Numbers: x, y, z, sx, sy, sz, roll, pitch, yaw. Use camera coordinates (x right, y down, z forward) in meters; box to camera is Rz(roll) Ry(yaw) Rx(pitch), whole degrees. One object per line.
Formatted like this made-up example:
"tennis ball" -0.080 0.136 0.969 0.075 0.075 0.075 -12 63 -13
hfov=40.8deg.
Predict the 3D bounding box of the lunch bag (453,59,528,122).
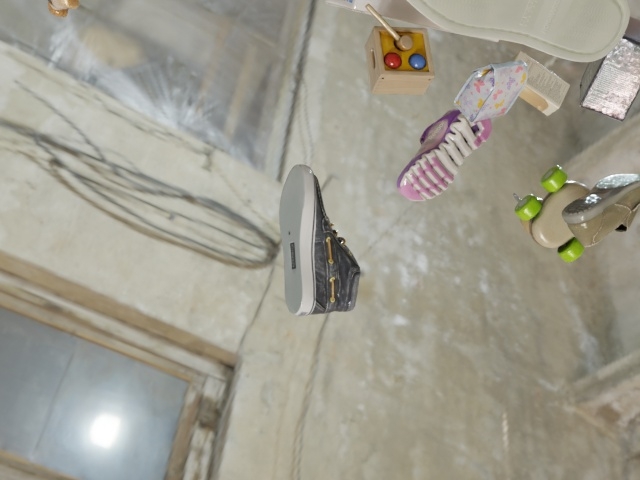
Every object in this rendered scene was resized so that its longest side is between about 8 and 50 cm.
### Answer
"lunch bag" 0.226 -0.202 1.124 0.053 0.071 0.083 55 -40 22

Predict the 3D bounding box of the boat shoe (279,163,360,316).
"boat shoe" 0.000 0.000 1.050 0.065 0.083 0.183 -7 -97 60

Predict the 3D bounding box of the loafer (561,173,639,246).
"loafer" 0.553 -0.061 1.634 0.251 0.087 0.094 -26 -163 -29

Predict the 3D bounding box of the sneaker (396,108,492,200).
"sneaker" 0.231 -0.177 1.710 0.236 0.095 0.104 -46 -142 -10

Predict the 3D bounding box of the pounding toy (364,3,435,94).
"pounding toy" 0.145 -0.369 1.665 0.100 0.130 0.141 121 -35 -66

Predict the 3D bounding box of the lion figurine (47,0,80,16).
"lion figurine" -0.321 -0.463 1.292 0.392 0.142 0.240 -51 -166 -32

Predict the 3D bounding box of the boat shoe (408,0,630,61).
"boat shoe" 0.168 -0.255 0.848 0.114 0.303 0.091 -60 -147 19

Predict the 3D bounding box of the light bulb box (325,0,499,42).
"light bulb box" 0.237 -0.650 1.865 0.225 0.358 0.361 -128 -132 -65

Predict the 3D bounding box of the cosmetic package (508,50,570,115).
"cosmetic package" 0.389 -0.285 1.563 0.060 0.115 0.041 -59 -173 -21

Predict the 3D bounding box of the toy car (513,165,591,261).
"toy car" 0.470 -0.059 1.774 0.149 0.155 0.188 -48 -169 -1

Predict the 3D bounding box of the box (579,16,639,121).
"box" 0.580 -0.339 1.673 0.156 0.093 0.158 -62 172 -56
